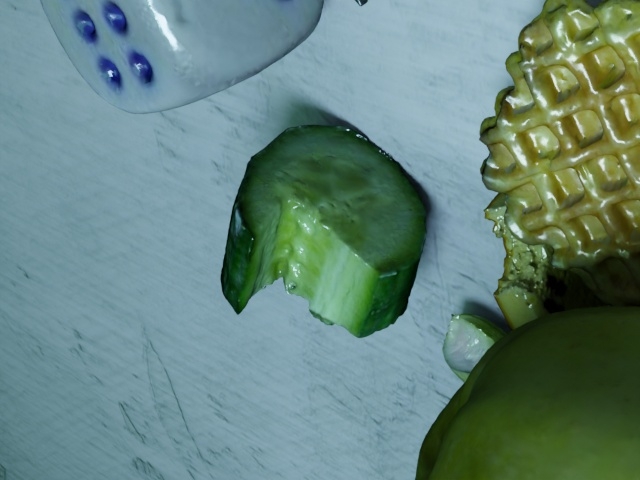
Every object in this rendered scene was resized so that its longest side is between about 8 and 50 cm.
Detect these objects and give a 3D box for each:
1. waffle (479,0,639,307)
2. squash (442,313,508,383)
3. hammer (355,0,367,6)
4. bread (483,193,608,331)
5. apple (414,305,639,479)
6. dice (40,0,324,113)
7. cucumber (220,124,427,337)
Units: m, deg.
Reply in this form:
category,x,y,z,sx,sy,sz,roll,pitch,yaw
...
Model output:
category,x,y,z,sx,sy,sz,roll,pitch,yaw
waffle,0.258,-0.057,1.095,0.301,0.058,0.281,43,140,5
squash,0.206,0.159,1.360,0.239,0.069,0.069,45,146,9
hammer,0.071,-0.252,1.180,0.062,0.013,0.199,57,146,-9
bread,0.207,0.060,1.251,0.049,0.088,0.226,-7,117,54
apple,0.261,0.262,1.037,0.474,0.474,0.473,30,141,28
dice,-0.127,-0.234,1.263,0.194,0.192,0.193,3,122,53
cucumber,0.006,-0.006,1.358,0.191,0.191,0.130,38,146,19
